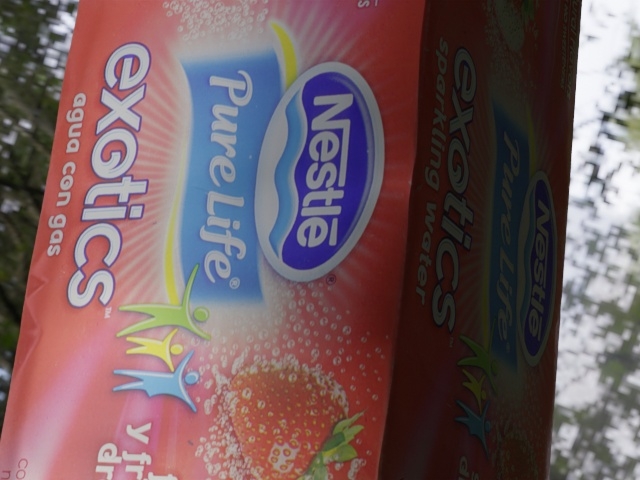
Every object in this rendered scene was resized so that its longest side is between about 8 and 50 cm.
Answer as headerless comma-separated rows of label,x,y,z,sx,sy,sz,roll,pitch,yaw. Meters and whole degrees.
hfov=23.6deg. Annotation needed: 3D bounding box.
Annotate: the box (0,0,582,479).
box,0.000,0.000,0.553,0.154,0.142,0.299,37,-124,-57
